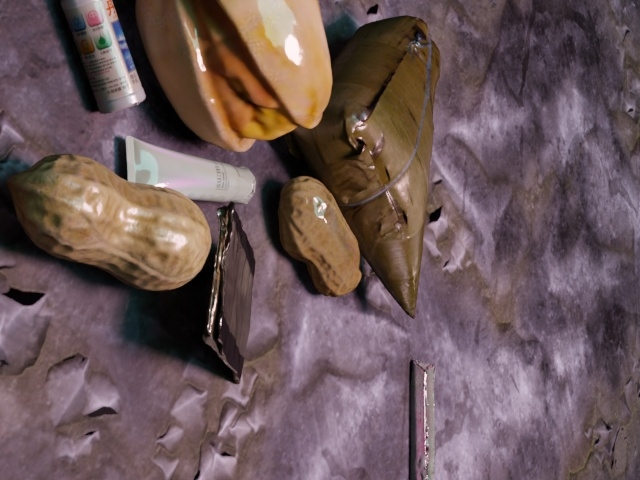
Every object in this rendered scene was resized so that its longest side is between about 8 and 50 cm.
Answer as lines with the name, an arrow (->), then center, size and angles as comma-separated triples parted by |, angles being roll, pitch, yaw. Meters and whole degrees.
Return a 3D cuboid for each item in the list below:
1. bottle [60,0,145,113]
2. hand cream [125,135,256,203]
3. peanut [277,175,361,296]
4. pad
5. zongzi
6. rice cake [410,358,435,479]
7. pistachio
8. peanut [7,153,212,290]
bottle -> -0.261, -0.254, 1.622 | 0.060, 0.060, 0.217 | -40, 117, -51
hand cream -> -0.163, -0.078, 1.744 | 0.205, 0.050, 0.078 | 7, 78, -51
peanut -> 0.000, 0.000, 1.930 | 0.093, 0.083, 0.194 | -48, 126, -36
pad -> -0.105, 0.069, 1.734 | 0.233, 0.022, 0.174 | 74, 20, -70
zongzi -> 0.114, -0.113, 2.049 | 0.360, 0.160, 0.323 | 62, 40, -26
rice cake -> 0.155, 0.282, 2.148 | 0.033, 0.033, 0.208 | 19, 68, -55
pistachio -> -0.103, -0.264, 1.714 | 0.230, 0.230, 0.309 | -42, 114, -50
peanut -> -0.224, -0.018, 1.564 | 0.298, 0.136, 0.120 | 23, 77, -52
